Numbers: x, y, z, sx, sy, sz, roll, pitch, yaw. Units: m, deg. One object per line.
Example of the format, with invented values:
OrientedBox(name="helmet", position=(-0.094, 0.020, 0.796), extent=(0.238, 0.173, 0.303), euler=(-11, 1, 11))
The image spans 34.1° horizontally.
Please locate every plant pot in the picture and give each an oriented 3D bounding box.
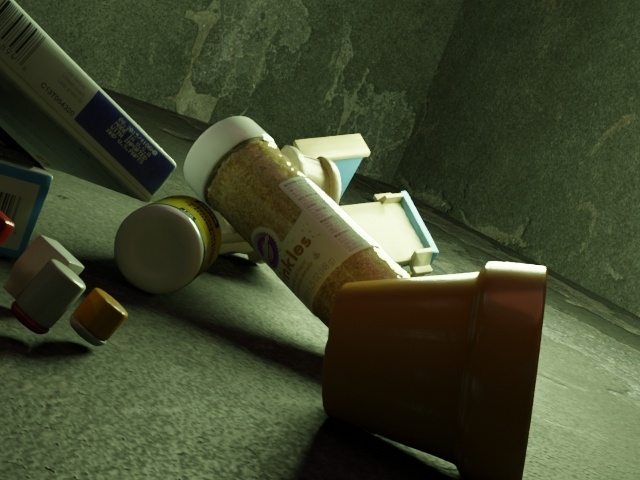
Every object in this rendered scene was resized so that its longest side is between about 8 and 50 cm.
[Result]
OrientedBox(name="plant pot", position=(0.105, 0.114, 0.977), extent=(0.187, 0.205, 0.205), euler=(8, 6, 11))

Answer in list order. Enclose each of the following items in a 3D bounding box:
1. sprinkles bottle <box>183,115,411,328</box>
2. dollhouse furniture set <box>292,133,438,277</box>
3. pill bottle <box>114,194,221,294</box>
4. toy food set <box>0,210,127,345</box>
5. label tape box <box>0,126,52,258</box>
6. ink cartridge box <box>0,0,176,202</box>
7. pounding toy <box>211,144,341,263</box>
OrientedBox(name="sprinkles bottle", position=(-0.021, -0.006, 1.280), extent=(0.355, 0.121, 0.121), euler=(45, 19, 26))
OrientedBox(name="dollhouse furniture set", position=(0.000, 0.000, 1.807), extent=(0.286, 0.198, 0.303), euler=(-9, 56, -30))
OrientedBox(name="pill bottle", position=(-0.174, 0.000, 1.244), extent=(0.103, 0.103, 0.184), euler=(21, 9, 1))
OrientedBox(name="toy food set", position=(-0.292, 0.029, 0.923), extent=(0.232, 0.104, 0.111), euler=(41, -2, 10))
OrientedBox(name="label tape box", position=(-0.471, -0.102, 1.156), extent=(0.240, 0.106, 0.333), euler=(16, 10, -36))
OrientedBox(name="ink cartridge box", position=(-0.363, -0.190, 1.223), extent=(0.330, 0.071, 0.324), euler=(19, -22, 51))
OrientedBox(name="pounding toy", position=(-0.078, -0.056, 1.461), extent=(0.154, 0.154, 0.269), euler=(15, -11, -38))
